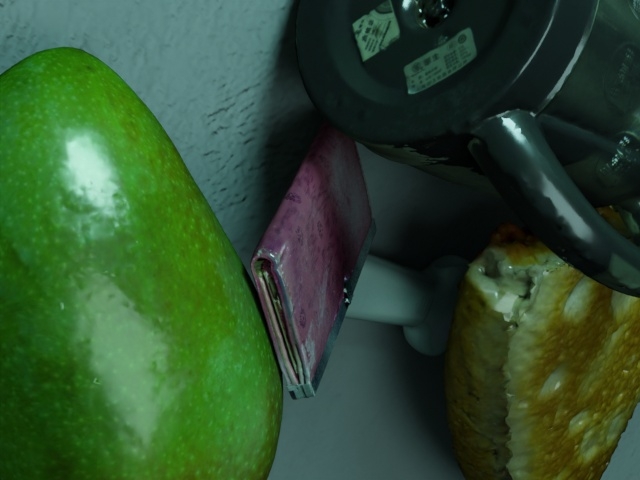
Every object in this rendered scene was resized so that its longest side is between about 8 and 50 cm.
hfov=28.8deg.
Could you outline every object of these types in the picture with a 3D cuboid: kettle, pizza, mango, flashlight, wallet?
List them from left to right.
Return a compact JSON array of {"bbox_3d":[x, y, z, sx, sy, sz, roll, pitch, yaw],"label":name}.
[{"bbox_3d":[-0.142,0.062,0.832,0.225,0.201,0.382,-16,110,-21],"label":"mango"},{"bbox_3d":[0.000,0.000,0.918,0.232,0.025,0.119,-66,145,-56],"label":"wallet"},{"bbox_3d":[0.059,0.045,1.080,0.200,0.047,0.093,14,101,-39],"label":"flashlight"},{"bbox_3d":[0.181,-0.099,0.935,0.228,0.321,0.324,-36,146,28],"label":"kettle"},{"bbox_3d":[0.261,0.062,1.188,0.406,0.130,0.440,-44,144,-23],"label":"pizza"}]
